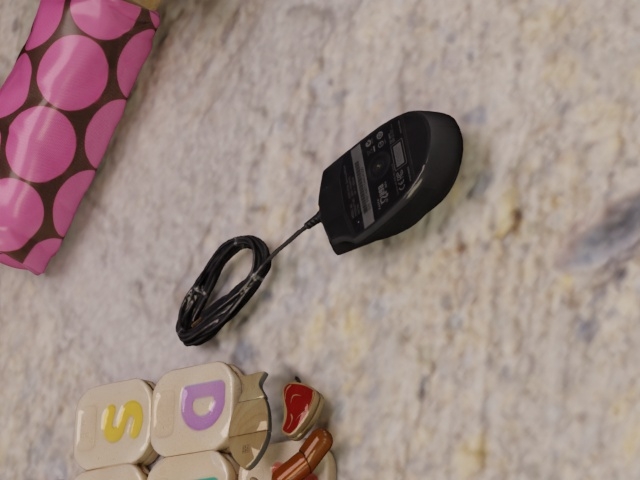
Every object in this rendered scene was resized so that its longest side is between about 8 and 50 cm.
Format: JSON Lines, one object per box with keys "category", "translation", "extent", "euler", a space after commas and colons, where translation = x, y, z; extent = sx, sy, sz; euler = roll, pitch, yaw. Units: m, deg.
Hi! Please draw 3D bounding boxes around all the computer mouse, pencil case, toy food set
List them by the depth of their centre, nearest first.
{"category": "toy food set", "translation": [-0.021, 0.135, 1.027], "extent": [0.078, 0.019, 0.122], "euler": [-5, 62, 31]}
{"category": "computer mouse", "translation": [0.000, 0.000, 1.072], "extent": [0.242, 0.041, 0.071], "euler": [-34, 46, 33]}
{"category": "pencil case", "translation": [-0.193, -0.087, 1.224], "extent": [0.098, 0.095, 0.209], "euler": [28, 90, 53]}

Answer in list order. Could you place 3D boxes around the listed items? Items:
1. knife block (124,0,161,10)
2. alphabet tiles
{"category": "knife block", "translation": [-0.238, -0.237, 1.198], "extent": [0.242, 0.088, 0.276], "euler": [-28, 62, 25]}
{"category": "alphabet tiles", "translation": [-0.107, 0.220, 1.083], "extent": [0.278, 0.021, 0.284], "euler": [-13, 66, 35]}
